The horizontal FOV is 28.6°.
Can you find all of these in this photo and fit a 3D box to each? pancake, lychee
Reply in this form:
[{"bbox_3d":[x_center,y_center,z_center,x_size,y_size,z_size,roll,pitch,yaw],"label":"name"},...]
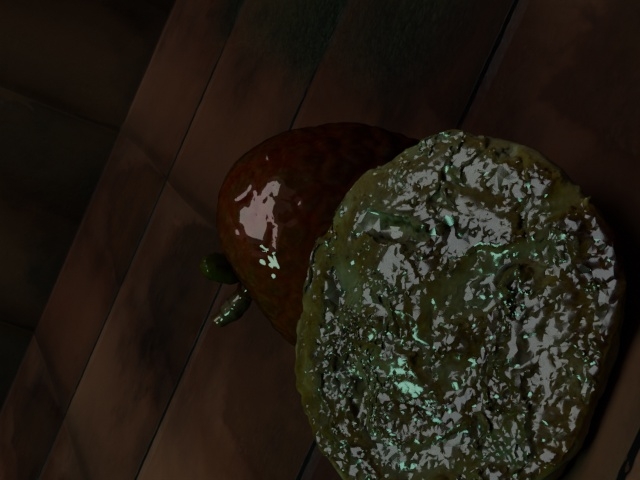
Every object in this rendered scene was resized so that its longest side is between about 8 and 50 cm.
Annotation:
[{"bbox_3d":[0.111,0.074,1.114,0.356,0.065,0.356,-6,80,35],"label":"pancake"},{"bbox_3d":[0.000,0.000,1.340,0.300,0.255,0.255,-18,48,23],"label":"lychee"}]
